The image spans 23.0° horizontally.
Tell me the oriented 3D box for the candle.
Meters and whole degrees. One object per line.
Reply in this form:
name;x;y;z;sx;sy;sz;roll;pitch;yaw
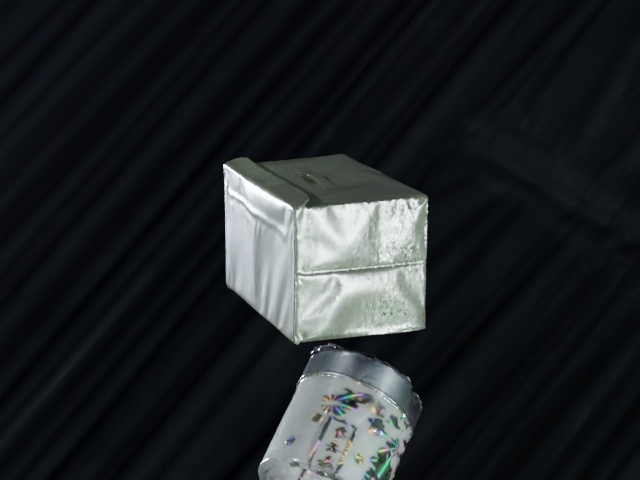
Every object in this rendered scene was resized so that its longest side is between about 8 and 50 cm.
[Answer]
candle;0.012;0.313;2.188;0.187;0.330;0.187;18;146;13

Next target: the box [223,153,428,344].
box;0.000;0.000;1.680;0.231;0.149;0.155;-149;56;-65
